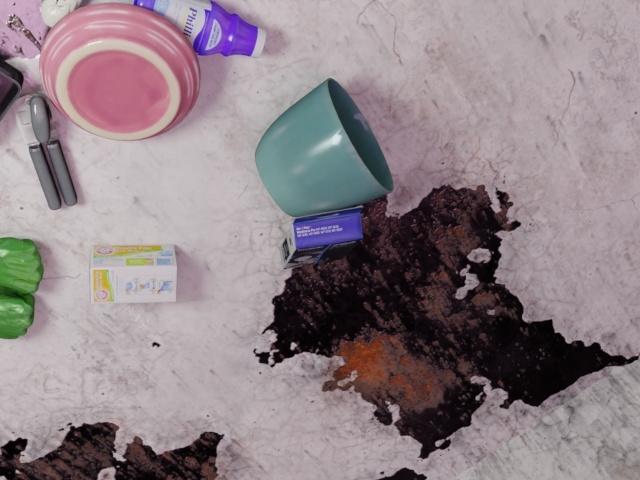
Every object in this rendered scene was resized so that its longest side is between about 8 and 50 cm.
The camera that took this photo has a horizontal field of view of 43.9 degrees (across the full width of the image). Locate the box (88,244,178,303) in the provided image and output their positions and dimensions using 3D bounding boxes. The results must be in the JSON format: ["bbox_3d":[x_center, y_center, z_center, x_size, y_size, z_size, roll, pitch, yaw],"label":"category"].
[{"bbox_3d":[-0.452,0.080,1.915,0.203,0.114,0.103,-1,119,-15],"label":"box"}]

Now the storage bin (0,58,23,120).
[{"bbox_3d":[-0.716,-0.297,1.652,0.122,0.084,0.180,34,103,-28],"label":"storage bin"}]

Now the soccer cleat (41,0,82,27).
[{"bbox_3d":[-0.499,-0.510,1.604,0.068,0.076,0.196,36,103,-29],"label":"soccer cleat"}]

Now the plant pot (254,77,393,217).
[{"bbox_3d":[-0.007,-0.186,1.814,0.235,0.293,0.293,-27,123,16],"label":"plant pot"}]

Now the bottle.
[{"bbox_3d":[-0.259,-0.456,1.693,0.283,0.092,0.118,12,119,-22],"label":"bottle"}]

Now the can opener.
[{"bbox_3d":[-0.605,-0.189,1.745,0.074,0.093,0.280,-14,125,-10],"label":"can opener"}]

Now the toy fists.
[{"bbox_3d":[-0.732,0.113,1.866,0.142,0.096,0.279,15,114,-12],"label":"toy fists"}]

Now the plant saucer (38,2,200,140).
[{"bbox_3d":[-0.419,-0.331,1.663,0.333,0.084,0.332,-4,135,-4],"label":"plant saucer"}]

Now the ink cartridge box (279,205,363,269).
[{"bbox_3d":[0.000,0.000,1.904,0.166,0.332,0.065,-9,78,-10],"label":"ink cartridge box"}]
